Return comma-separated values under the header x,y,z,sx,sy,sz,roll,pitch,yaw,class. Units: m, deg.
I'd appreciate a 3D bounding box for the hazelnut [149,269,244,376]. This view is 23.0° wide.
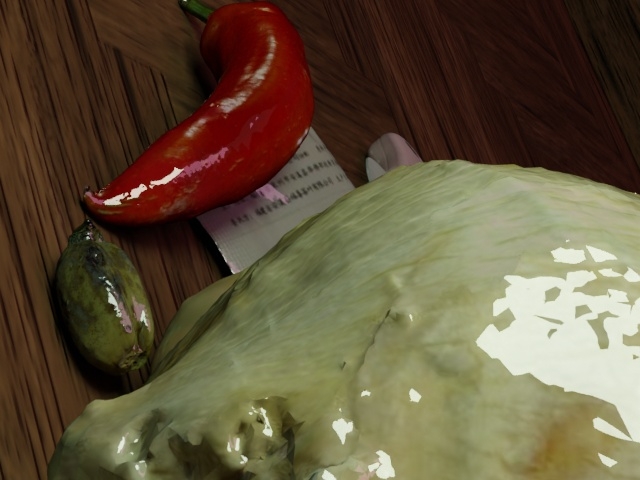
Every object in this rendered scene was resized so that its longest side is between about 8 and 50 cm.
x,y,z,sx,sy,sz,roll,pitch,yaw,class
0.006,0.128,0.978,0.241,0.261,0.261,86,-4,-49,hazelnut

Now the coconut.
x,y,z,sx,sy,sz,roll,pitch,yaw,class
0.058,0.153,0.654,0.404,0.404,0.404,48,25,-31,coconut

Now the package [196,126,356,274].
x,y,z,sx,sy,sz,roll,pitch,yaw,class
0.000,0.000,1.264,0.204,0.062,0.251,54,26,7,package

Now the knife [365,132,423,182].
x,y,z,sx,sy,sz,roll,pitch,yaw,class
0.070,-0.048,1.440,0.081,0.043,0.336,50,10,-9,knife

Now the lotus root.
x,y,z,sx,sy,sz,roll,pitch,yaw,class
-0.134,0.035,0.958,0.054,0.049,0.099,5,59,-55,lotus root

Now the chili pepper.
x,y,z,sx,sy,sz,roll,pitch,yaw,class
-0.072,-0.111,1.192,0.137,0.092,0.368,16,28,-3,chili pepper
